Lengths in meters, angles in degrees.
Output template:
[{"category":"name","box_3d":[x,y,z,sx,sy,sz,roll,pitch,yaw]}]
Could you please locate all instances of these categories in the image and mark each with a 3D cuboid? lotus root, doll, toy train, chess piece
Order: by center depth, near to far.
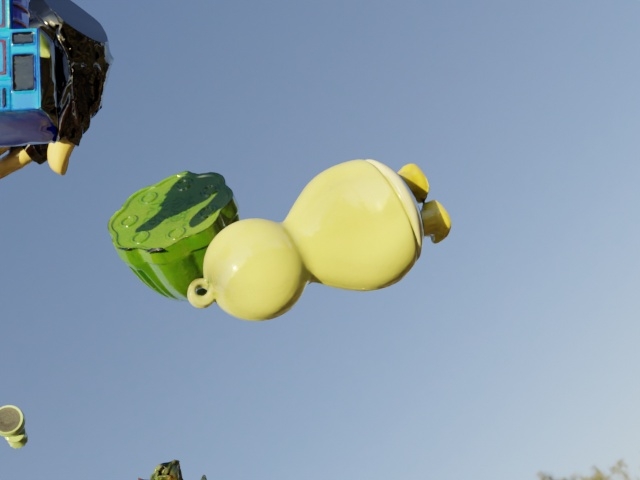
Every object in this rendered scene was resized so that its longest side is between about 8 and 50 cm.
[{"category":"toy train","box_3d":[-0.300,-0.184,0.925,0.131,0.204,0.083,-5,-17,-6]},{"category":"doll","box_3d":[-0.003,0.004,1.072,0.296,0.141,0.117,-23,-11,-17]},{"category":"chess piece","box_3d":[-0.412,0.256,1.397,0.042,0.042,0.093,-31,-22,-20]},{"category":"lotus root","box_3d":[-0.180,0.022,1.422,0.186,0.186,0.186,-32,-29,-20]}]

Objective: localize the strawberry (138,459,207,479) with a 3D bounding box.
[{"category":"strawberry","box_3d":[-0.262,0.475,1.570,0.106,0.188,0.286,55,-131,-77]}]

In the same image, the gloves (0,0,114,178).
[{"category":"gloves","box_3d":[-0.318,-0.158,1.150,0.203,0.164,0.124,-52,-11,18]}]
